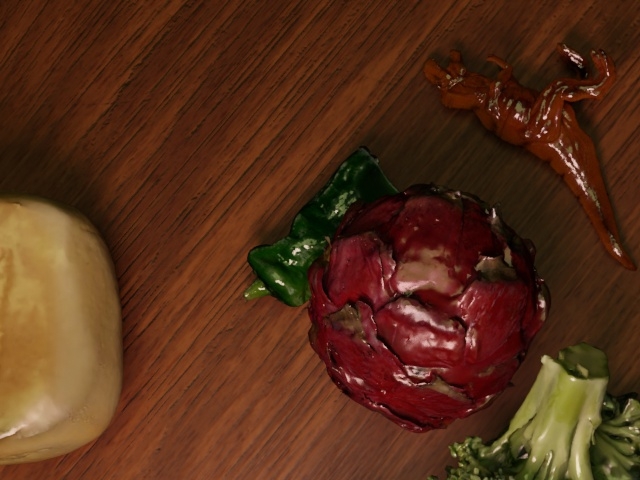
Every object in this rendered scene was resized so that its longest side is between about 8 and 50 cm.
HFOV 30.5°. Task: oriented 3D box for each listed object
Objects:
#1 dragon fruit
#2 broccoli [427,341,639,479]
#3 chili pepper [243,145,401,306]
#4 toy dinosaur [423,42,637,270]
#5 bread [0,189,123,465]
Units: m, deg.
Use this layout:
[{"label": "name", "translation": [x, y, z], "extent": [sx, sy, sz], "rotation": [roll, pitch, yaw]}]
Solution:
[{"label": "dragon fruit", "translation": [0.132, 0.083, 1.522], "extent": [0.329, 0.329, 0.329], "rotation": [-2, 75, 7]}, {"label": "broccoli", "translation": [0.311, 0.292, 1.422], "extent": [0.375, 0.302, 0.249], "rotation": [-15, 62, -36]}, {"label": "chili pepper", "translation": [0.000, 0.000, 1.667], "extent": [0.270, 0.099, 0.136], "rotation": [-39, 99, -10]}, {"label": "toy dinosaur", "translation": [0.342, -0.174, 1.665], "extent": [0.432, 0.097, 0.208], "rotation": [43, 98, 19]}, {"label": "bread", "translation": [-0.444, 0.119, 1.611], "extent": [0.347, 0.253, 0.376], "rotation": [-9, 76, 0]}]
